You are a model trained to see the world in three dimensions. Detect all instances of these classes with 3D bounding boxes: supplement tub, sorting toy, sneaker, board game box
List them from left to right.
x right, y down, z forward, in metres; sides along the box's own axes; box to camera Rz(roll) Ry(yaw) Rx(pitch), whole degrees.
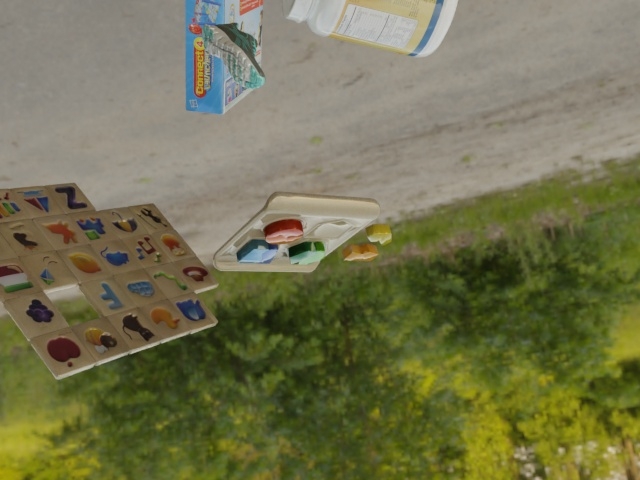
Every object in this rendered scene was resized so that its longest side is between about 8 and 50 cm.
[{"bbox_3d":[-0.206,-0.462,1.842,0.086,0.302,0.308,7,-157,9],"label":"board game box"},{"bbox_3d":[-0.134,-0.326,1.443,0.076,0.166,0.065,-25,150,-28],"label":"sneaker"},{"bbox_3d":[0.000,0.000,1.408,0.307,0.041,0.229,2,151,-32],"label":"sorting toy"},{"bbox_3d":[0.063,-0.324,1.077,0.199,0.145,0.144,10,161,-15],"label":"supplement tub"}]

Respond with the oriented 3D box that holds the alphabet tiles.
[{"bbox_3d":[-0.203,0.020,0.774,0.009,0.198,0.237,-51,161,27],"label":"alphabet tiles"}]
